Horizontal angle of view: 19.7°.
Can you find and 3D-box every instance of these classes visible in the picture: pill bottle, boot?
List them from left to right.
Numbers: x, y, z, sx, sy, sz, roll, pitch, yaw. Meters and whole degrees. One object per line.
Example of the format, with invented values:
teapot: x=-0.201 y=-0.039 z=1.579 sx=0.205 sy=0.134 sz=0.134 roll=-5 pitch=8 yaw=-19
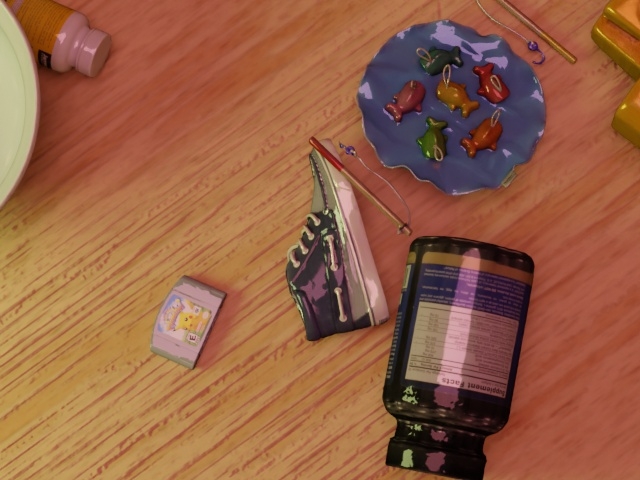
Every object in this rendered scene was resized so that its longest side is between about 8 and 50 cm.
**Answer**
pill bottle: x=-0.271 y=-0.207 z=1.842 sx=0.116 sy=0.065 sz=0.065 roll=23 pitch=85 yaw=8
boot: x=0.000 y=0.000 z=1.787 sx=0.086 sy=0.069 sz=0.190 roll=-17 pitch=82 yaw=-3
pill bottle: x=0.125 y=0.112 z=1.735 sx=0.122 sy=0.123 sz=0.219 roll=10 pitch=84 yaw=6

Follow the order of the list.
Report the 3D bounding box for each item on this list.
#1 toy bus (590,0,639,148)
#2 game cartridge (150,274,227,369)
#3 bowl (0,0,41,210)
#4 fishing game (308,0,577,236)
toy bus: x=0.394 y=-0.106 z=1.749 sx=0.332 sy=0.108 sz=0.130 roll=38 pitch=89 yaw=8
game cartridge: x=-0.133 y=0.079 z=1.817 sx=0.056 sy=0.017 sz=0.083 roll=22 pitch=85 yaw=11
bowl: x=-0.397 y=-0.123 z=1.800 sx=0.297 sy=0.134 sz=0.298 roll=0 pitch=87 yaw=9
fishing game: x=0.128 y=-0.131 z=1.781 sx=0.264 sy=0.041 sz=0.189 roll=-42 pitch=79 yaw=-17
